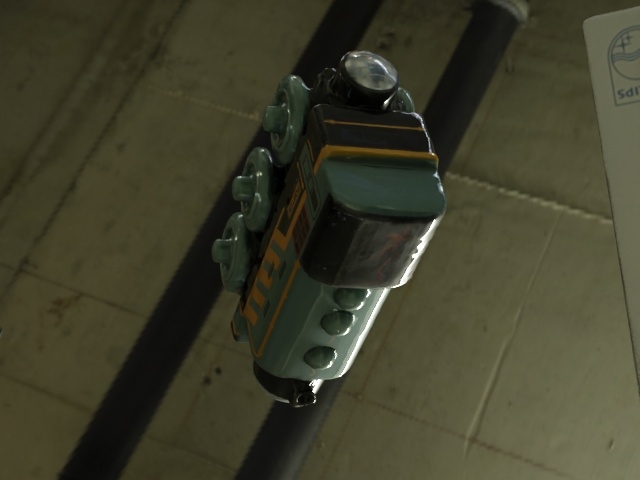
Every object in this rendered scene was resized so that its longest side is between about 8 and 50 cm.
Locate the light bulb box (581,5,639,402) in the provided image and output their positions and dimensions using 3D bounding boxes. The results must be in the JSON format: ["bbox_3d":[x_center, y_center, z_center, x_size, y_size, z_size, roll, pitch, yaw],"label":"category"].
[{"bbox_3d":[0.307,0.062,0.632,0.225,0.358,0.361,-10,-96,22],"label":"light bulb box"}]

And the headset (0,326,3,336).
[{"bbox_3d":[-0.302,0.217,0.733,0.185,0.243,0.394,34,-139,-12],"label":"headset"}]

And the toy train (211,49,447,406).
[{"bbox_3d":[0.000,0.000,0.975,0.142,0.334,0.190,5,-132,-20],"label":"toy train"}]
